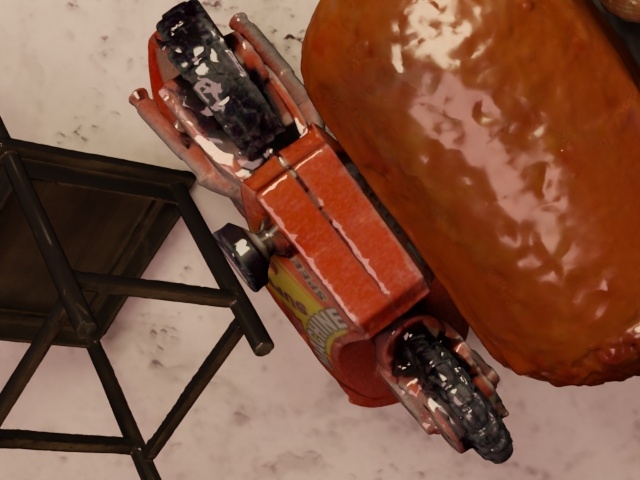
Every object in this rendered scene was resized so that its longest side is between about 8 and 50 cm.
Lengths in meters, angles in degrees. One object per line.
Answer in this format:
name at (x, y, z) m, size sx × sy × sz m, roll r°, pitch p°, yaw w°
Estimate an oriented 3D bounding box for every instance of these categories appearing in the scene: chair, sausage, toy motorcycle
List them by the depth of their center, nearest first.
sausage at (0.102, -0.047, 0.848) m, size 0.141 × 0.153 × 0.268 m, roll -33°, pitch 100°, yaw 16°
toy motorcycle at (0.001, -0.001, 0.902) m, size 0.089 × 0.171 × 0.298 m, roll -36°, pitch 95°, yaw 1°
chair at (-0.160, 0.011, 0.973) m, size 0.154 × 0.141 × 0.260 m, roll -55°, pitch 46°, yaw 28°

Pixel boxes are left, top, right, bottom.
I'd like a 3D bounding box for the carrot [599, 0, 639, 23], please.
carrot at (0.180, -0.200, 0.823) m, size 0.047 × 0.047 × 0.191 m, roll 18°, pitch 113°, yaw 9°
